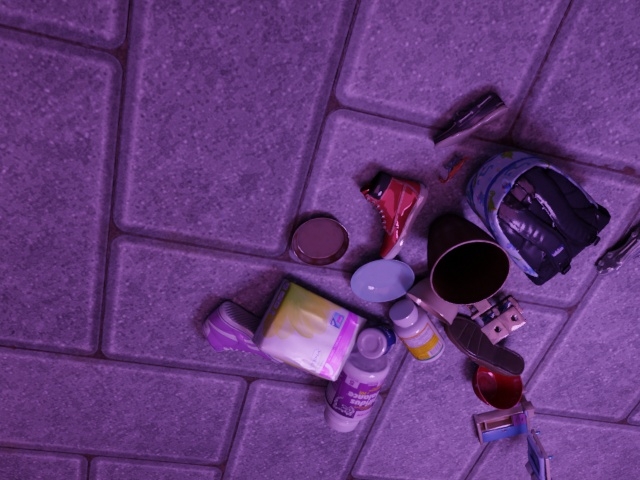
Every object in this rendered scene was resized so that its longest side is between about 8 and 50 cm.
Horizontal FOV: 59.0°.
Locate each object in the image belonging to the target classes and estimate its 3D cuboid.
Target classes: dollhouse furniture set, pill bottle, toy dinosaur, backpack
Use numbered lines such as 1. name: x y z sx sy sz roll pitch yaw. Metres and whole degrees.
1. dollhouse furniture set: 0.695 0.732 2.032 0.198 0.303 0.286 -16 123 4
2. pill bottle: 0.110 0.497 1.901 0.170 0.169 0.301 10 121 -12
3. toy dinosaur: 0.358 -0.193 1.542 0.047 0.090 0.082 32 83 -7
4. pill bottle: 0.187 0.316 1.792 0.094 0.169 0.094 -1 87 24
5. backpack: 0.565 -0.085 1.536 0.356 0.273 0.290 26 110 -44
6. pill bottle: 0.306 0.287 1.814 0.118 0.117 0.208 -30 121 13
7. dollhouse furniture set: 0.544 0.205 1.805 0.129 0.129 0.183 -40 88 18

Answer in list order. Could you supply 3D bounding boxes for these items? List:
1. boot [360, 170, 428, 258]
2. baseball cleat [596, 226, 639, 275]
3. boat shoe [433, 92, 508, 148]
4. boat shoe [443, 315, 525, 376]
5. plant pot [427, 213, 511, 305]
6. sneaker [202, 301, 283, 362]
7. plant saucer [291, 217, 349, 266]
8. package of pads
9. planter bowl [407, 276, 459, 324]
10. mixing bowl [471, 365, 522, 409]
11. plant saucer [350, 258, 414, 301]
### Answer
1. boot: 0.173 -0.071 1.593 0.176 0.088 0.244 16 114 -13
2. baseball cleat: 0.961 0.047 1.755 0.110 0.072 0.206 24 121 -27
3. boat shoe: 0.383 -0.312 1.483 0.206 0.075 0.064 -30 78 19
4. boat shoe: 0.525 0.363 1.887 0.307 0.110 0.104 36 157 -6
5. plant pot: 0.387 0.026 1.586 0.216 0.230 0.215 -2 124 -4
6. sneaker: -0.245 0.319 1.798 0.282 0.102 0.161 40 115 -15
7. plant saucer: 0.000 0.000 1.651 0.169 0.029 0.168 -2 123 -3
8. package of pads: -0.036 0.279 1.733 0.297 0.101 0.229 29 85 -21
9. planter bowl: 0.363 0.168 1.734 0.162 0.162 0.109 40 85 -26
10. mixing bowl: 0.599 0.500 1.971 0.182 0.181 0.098 12 157 -13
11. plant saucer: 0.187 0.113 1.725 0.195 0.037 0.194 -2 134 -2
